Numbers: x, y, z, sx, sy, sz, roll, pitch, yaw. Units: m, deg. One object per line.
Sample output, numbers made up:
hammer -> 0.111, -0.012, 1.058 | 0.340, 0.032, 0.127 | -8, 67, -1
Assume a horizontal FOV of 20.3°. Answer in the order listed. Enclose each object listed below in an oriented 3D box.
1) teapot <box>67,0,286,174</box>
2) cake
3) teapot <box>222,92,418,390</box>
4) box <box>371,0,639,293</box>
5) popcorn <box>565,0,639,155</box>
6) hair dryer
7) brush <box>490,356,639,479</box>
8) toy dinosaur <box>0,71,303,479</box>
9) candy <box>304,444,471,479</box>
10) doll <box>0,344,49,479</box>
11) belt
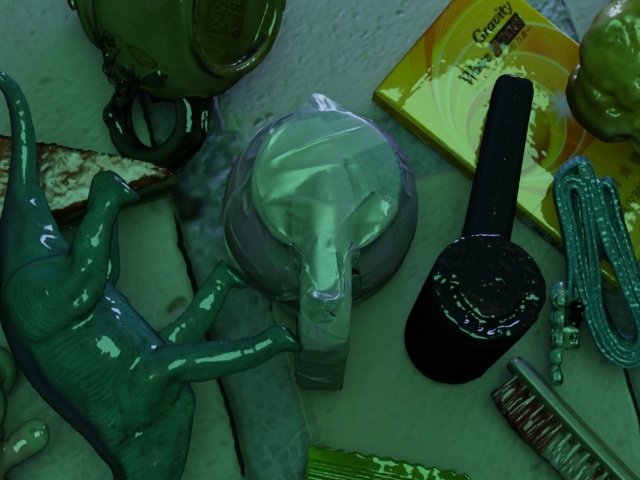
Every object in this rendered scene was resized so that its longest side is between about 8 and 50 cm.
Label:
teapot -> -0.139, -0.194, 1.506 | 0.182, 0.173, 0.269 | 14, 100, 34
cake -> -0.243, -0.061, 1.495 | 0.220, 0.086, 0.117 | -20, 81, -5
teapot -> -0.012, -0.008, 1.445 | 0.163, 0.178, 0.221 | 26, 79, 4
box -> 0.195, -0.097, 1.542 | 0.269, 0.043, 0.152 | 39, 79, 5
popcorn -> 0.349, -0.164, 1.454 | 0.332, 0.225, 0.265 | -4, 64, -23
hair dryer -> 0.139, -0.016, 1.447 | 0.089, 0.197, 0.251 | 14, 73, 0
brush -> 0.260, 0.224, 1.468 | 0.050, 0.060, 0.321 | -45, 82, 2
toy dinosaur -> -0.214, 0.115, 1.391 | 0.383, 0.129, 0.331 | 41, 90, 4
candy -> 0.045, 0.295, 1.438 | 0.149, 0.069, 0.246 | 7, 82, 4
doll -> -0.291, 0.214, 1.418 | 0.155, 0.113, 0.275 | -2, 77, -10
belt -> 0.217, 0.022, 1.476 | 0.100, 0.065, 0.179 | -14, 95, 11
